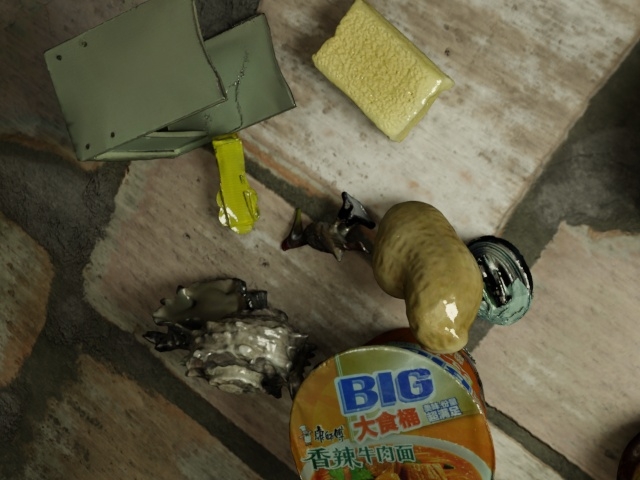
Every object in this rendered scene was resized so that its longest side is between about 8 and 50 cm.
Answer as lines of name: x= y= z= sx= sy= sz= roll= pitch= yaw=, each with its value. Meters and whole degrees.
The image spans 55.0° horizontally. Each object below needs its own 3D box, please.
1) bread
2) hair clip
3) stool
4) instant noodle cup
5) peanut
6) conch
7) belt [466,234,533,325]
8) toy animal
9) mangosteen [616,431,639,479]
bread: x=0.090 y=-0.252 z=0.923 sx=0.188 sy=0.068 sz=0.125 roll=45 pitch=110 yaw=7
hair clip: x=-0.146 y=-0.091 z=1.025 sx=0.072 sy=0.046 sz=0.173 roll=-12 pitch=117 yaw=-2
stool: x=-0.221 y=-0.240 z=0.942 sx=0.270 sy=0.243 sz=0.170 roll=-17 pitch=93 yaw=22
instant noodle cup: x=0.122 y=0.263 z=0.916 sx=0.296 sy=0.214 sz=0.296 roll=3 pitch=100 yaw=19
peanut: x=0.151 y=0.046 z=0.868 sx=0.137 sy=0.122 sz=0.253 roll=-41 pitch=39 yaw=13
conch: x=-0.147 y=0.171 z=0.991 sx=0.313 sy=0.241 sz=0.186 roll=27 pitch=94 yaw=27
belt: x=0.259 y=0.059 z=0.917 sx=0.105 sy=0.058 sz=0.140 roll=-30 pitch=89 yaw=25
toy animal: x=0.006 y=-0.009 z=0.987 sx=0.202 sy=0.070 sz=0.105 roll=-9 pitch=59 yaw=41
mangosteen: x=0.490 y=0.333 z=0.795 sx=0.192 sy=0.217 sz=0.192 roll=1 pitch=93 yaw=23
